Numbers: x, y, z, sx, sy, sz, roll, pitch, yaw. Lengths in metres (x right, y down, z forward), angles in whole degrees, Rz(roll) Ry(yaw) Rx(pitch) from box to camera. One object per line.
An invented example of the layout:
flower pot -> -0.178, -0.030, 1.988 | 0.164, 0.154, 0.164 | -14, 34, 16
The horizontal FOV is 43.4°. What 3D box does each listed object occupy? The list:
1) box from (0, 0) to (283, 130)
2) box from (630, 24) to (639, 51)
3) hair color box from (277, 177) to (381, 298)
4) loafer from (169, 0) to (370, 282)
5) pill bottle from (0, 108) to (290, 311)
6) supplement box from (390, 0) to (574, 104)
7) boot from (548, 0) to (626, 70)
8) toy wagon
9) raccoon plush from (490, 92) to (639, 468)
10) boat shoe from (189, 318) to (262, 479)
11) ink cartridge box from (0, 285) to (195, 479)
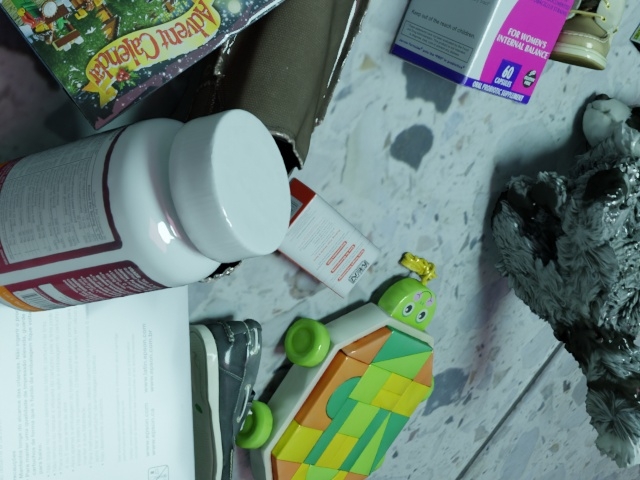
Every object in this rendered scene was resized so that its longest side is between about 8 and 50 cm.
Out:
box -> -0.110, -0.208, 0.560 | 0.233, 0.044, 0.159 | -37, 106, -8
box -> 0.513, -0.277, 1.120 | 0.207, 0.036, 0.114 | 23, 102, -47
hair color box -> 0.000, 0.000, 0.867 | 0.072, 0.043, 0.141 | -50, 137, -1
loafer -> -0.039, -0.116, 0.679 | 0.133, 0.130, 0.366 | 13, 109, -38
pill bottle -> -0.141, -0.020, 0.586 | 0.121, 0.221, 0.121 | 36, 49, -55
supplement box -> 0.178, -0.261, 0.790 | 0.111, 0.114, 0.220 | 4, 113, -41
boot -> 0.297, -0.273, 0.866 | 0.213, 0.077, 0.165 | -39, 146, -63
toy wagon -> 0.049, 0.175, 1.012 | 0.267, 0.068, 0.344 | 28, 98, -48
raccoon plush -> 0.412, 0.031, 1.074 | 0.299, 0.216, 0.447 | -21, 107, -29
boat shoe -> -0.104, 0.190, 0.880 | 0.079, 0.084, 0.233 | -13, 123, -34
ink cartridge box -> -0.258, 0.197, 0.662 | 0.330, 0.071, 0.324 | -1, 89, -38
